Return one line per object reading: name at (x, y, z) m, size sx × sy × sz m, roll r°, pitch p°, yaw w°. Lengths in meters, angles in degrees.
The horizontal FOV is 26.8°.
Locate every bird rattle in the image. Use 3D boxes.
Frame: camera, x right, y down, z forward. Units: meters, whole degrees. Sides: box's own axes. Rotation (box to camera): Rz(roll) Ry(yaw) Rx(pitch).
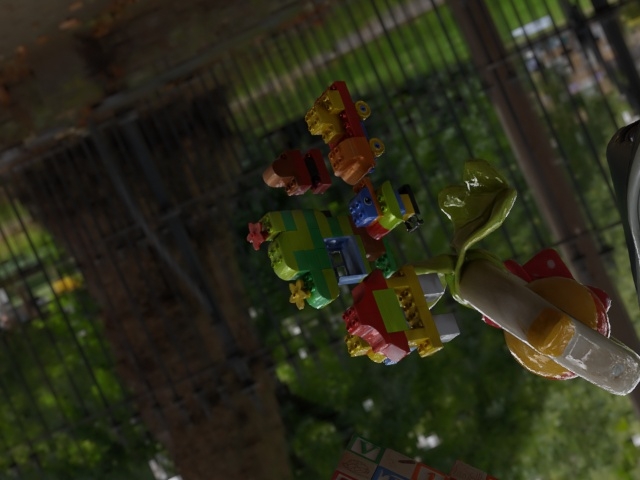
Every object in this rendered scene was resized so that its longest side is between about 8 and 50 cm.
bird rattle at (0.168, 0.066, 1.080) m, size 0.143 × 0.253 × 0.207 m, roll -49°, pitch -140°, yaw 1°

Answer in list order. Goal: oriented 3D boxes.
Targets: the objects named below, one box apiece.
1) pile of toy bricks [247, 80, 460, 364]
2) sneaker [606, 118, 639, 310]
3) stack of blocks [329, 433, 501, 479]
pile of toy bricks at (0.000, 0.000, 0.950) m, size 0.105 × 0.212 × 0.118 m, roll -5°, pitch 155°, yaw -36°
sneaker at (0.191, -0.051, 0.727) m, size 0.083 × 0.118 × 0.222 m, roll -8°, pitch 141°, yaw -1°
stack of blocks at (0.150, 0.341, 1.584) m, size 0.171 × 0.297 × 0.087 m, roll -53°, pitch 164°, yaw -64°
